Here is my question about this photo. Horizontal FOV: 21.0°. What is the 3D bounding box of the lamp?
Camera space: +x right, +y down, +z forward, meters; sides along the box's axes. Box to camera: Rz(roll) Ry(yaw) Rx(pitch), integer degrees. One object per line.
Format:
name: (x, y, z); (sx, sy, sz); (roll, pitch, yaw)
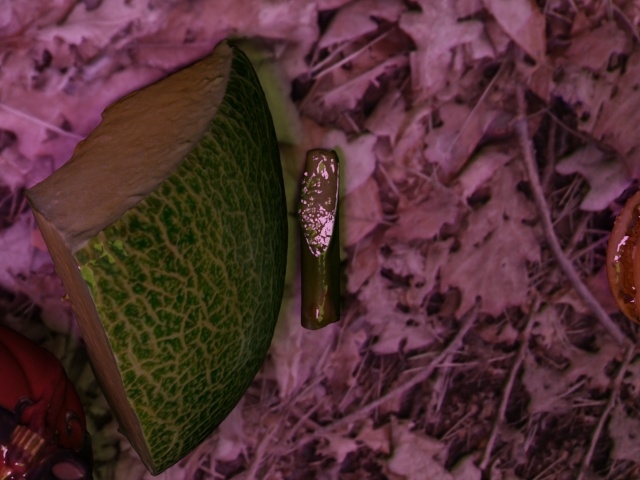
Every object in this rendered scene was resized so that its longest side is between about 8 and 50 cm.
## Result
lamp: (-0.327, 0.213, 1.478); (0.303, 0.257, 0.303); (-21, 114, -58)

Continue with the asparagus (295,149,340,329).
asparagus: (0.000, 0.000, 1.665); (0.045, 0.041, 0.178); (-13, 115, -28)

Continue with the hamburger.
hamburger: (0.394, 0.020, 1.804); (0.191, 0.118, 0.182); (10, 110, -23)

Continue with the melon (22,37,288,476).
melon: (-0.135, 0.045, 1.556); (0.226, 0.331, 0.343); (-6, 128, 19)
